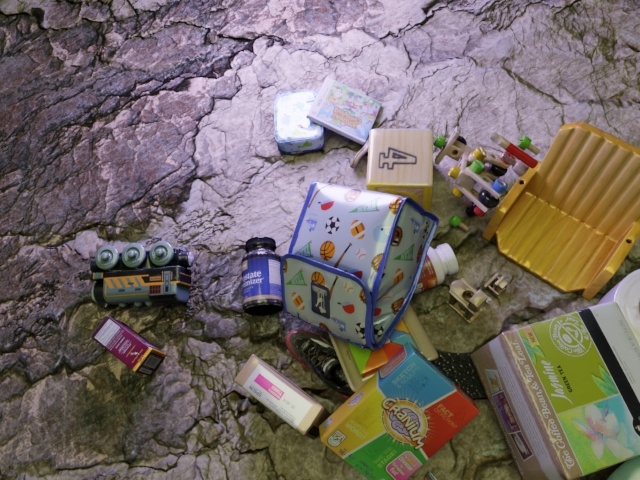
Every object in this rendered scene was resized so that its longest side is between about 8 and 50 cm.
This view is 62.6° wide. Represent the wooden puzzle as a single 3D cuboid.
[{"bbox_3d":[0.155,0.259,1.380,0.239,0.044,0.221,-22,47,-3],"label":"wooden puzzle"}]

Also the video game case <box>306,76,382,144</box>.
[{"bbox_3d":[0.082,-0.437,1.765,0.213,0.023,0.193,25,61,-3],"label":"video game case"}]

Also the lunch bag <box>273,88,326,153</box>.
[{"bbox_3d":[-0.069,-0.404,1.791,0.176,0.090,0.218,-7,66,6],"label":"lunch bag"}]

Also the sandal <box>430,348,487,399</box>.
[{"bbox_3d":[0.333,0.369,1.409,0.446,0.107,0.167,3,66,-4],"label":"sandal"}]

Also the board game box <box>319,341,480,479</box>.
[{"bbox_3d":[0.191,0.440,1.295,0.242,0.064,0.316,42,98,-13],"label":"board game box"}]

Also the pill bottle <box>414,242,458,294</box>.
[{"bbox_3d":[0.277,0.088,1.512,0.216,0.121,0.121,-21,66,0],"label":"pill bottle"}]

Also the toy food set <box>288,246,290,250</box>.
[{"bbox_3d":[0.000,0.000,1.589,0.105,0.111,0.232,19,40,16],"label":"toy food set"}]

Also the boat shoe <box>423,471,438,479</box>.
[{"bbox_3d":[0.296,0.667,1.295,0.066,0.066,0.183,-27,66,-2],"label":"boat shoe"}]

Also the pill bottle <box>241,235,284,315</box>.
[{"bbox_3d":[-0.174,0.105,1.574,0.123,0.122,0.219,-8,66,5],"label":"pill bottle"}]

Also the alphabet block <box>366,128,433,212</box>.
[{"bbox_3d":[0.244,-0.209,1.608,0.194,0.192,0.197,1,68,11],"label":"alphabet block"}]

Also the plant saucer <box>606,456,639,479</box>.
[{"bbox_3d":[0.771,0.617,1.168,0.318,0.043,0.317,0,99,-2],"label":"plant saucer"}]

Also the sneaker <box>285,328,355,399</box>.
[{"bbox_3d":[0.010,0.328,1.445,0.276,0.135,0.097,35,78,21],"label":"sneaker"}]

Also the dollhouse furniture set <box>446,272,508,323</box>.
[{"bbox_3d":[0.434,0.119,1.442,0.161,0.182,0.101,-42,68,-9],"label":"dollhouse furniture set"}]

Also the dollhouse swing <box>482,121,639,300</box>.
[{"bbox_3d":[0.685,-0.079,1.424,0.347,0.305,0.315,35,76,19],"label":"dollhouse swing"}]

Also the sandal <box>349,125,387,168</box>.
[{"bbox_3d":[0.164,-0.299,1.726,0.049,0.072,0.180,37,78,5],"label":"sandal"}]

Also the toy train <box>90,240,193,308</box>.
[{"bbox_3d":[-0.554,0.110,1.628,0.334,0.142,0.190,-5,76,7],"label":"toy train"}]

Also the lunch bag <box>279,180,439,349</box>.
[{"bbox_3d":[0.080,0.061,1.396,0.328,0.239,0.385,17,86,41],"label":"lunch bag"}]

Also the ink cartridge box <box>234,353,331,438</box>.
[{"bbox_3d":[-0.095,0.416,1.391,0.235,0.193,0.088,32,75,20],"label":"ink cartridge box"}]

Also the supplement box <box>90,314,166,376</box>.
[{"bbox_3d":[-0.566,0.312,1.555,0.188,0.104,0.080,30,75,19],"label":"supplement box"}]

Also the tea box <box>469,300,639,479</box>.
[{"bbox_3d":[0.594,0.362,1.258,0.324,0.220,0.328,-14,66,-13],"label":"tea box"}]

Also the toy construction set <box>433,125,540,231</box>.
[{"bbox_3d":[0.439,-0.228,1.503,0.237,0.309,0.257,35,66,-1],"label":"toy construction set"}]

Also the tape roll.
[{"bbox_3d":[0.854,0.205,1.350,0.246,0.169,0.246,-3,66,7],"label":"tape roll"}]
